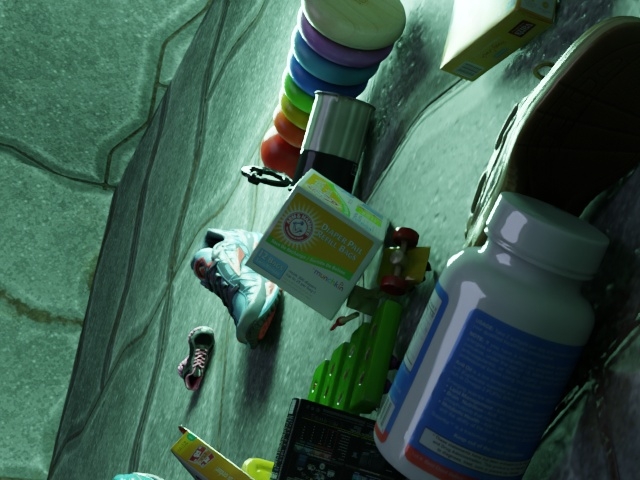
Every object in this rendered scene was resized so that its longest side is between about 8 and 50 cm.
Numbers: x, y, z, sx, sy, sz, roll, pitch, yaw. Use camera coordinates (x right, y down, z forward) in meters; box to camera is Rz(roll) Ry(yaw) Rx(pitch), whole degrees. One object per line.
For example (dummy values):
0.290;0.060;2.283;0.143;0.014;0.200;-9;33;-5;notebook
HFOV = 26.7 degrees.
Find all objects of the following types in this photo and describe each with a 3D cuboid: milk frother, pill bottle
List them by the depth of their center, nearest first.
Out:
0.136;0.081;1.039;0.124;0.124;0.221;-116;47;-68;pill bottle
-0.017;-0.124;1.746;0.129;0.143;0.135;170;115;-80;milk frother

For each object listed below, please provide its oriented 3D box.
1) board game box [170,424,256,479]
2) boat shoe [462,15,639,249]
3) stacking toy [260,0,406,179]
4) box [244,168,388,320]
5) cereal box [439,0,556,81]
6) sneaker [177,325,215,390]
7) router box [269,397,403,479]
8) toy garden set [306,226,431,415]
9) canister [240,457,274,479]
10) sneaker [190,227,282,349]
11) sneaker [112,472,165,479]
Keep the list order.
-0.054;0.270;1.307;0.039;0.124;0.259;-43;36;-14;board game box
0.183;-0.072;1.086;0.089;0.104;0.285;-95;27;-49;boat shoe
0.001;-0.203;1.842;0.330;0.141;0.141;114;165;-44;stacking toy
0.000;0.000;1.479;0.103;0.114;0.203;-57;1;9;box
0.200;-0.302;1.392;0.173;0.047;0.240;145;140;-65;cereal box
-0.198;0.195;2.190;0.057;0.047;0.119;-107;30;-53;sneaker
0.020;0.211;1.286;0.038;0.122;0.092;156;132;-74;router box
0.050;0.116;1.430;0.244;0.049;0.204;129;159;-62;toy garden set
-0.096;0.357;1.601;0.126;0.073;0.170;-95;30;-54;canister
-0.133;0.066;1.952;0.262;0.125;0.104;-104;36;-63;sneaker
-0.299;0.489;2.067;0.107;0.110;0.275;130;153;-52;sneaker
